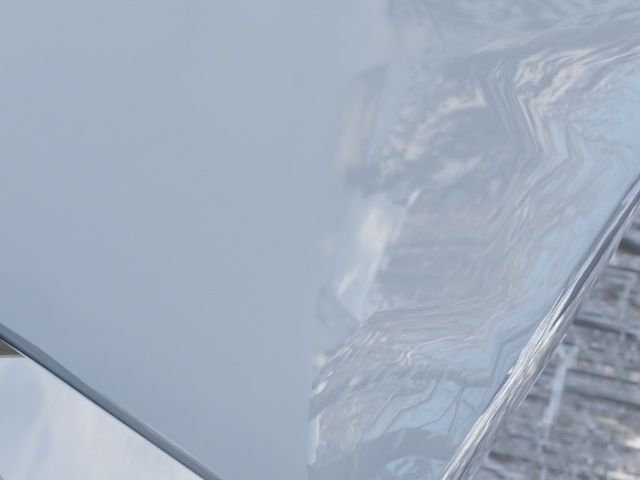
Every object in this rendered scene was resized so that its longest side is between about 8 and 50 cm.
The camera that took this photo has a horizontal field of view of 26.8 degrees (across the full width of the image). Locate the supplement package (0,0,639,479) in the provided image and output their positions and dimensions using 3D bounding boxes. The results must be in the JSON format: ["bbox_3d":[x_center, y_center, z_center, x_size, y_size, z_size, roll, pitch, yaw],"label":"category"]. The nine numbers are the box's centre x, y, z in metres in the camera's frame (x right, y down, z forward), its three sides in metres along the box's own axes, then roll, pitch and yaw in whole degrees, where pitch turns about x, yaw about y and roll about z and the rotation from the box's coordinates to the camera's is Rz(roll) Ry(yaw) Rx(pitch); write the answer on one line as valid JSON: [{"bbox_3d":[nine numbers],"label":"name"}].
[{"bbox_3d":[0.000,0.000,0.470,0.175,0.177,0.293,-55,168,-9],"label":"supplement package"}]

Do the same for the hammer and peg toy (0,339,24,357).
[{"bbox_3d":[-0.286,0.147,0.799,0.127,0.266,0.361,5,107,-39],"label":"hammer and peg toy"}]

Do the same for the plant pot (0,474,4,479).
[{"bbox_3d":[-0.259,0.197,0.377,0.341,0.334,0.341,62,0,0],"label":"plant pot"}]
